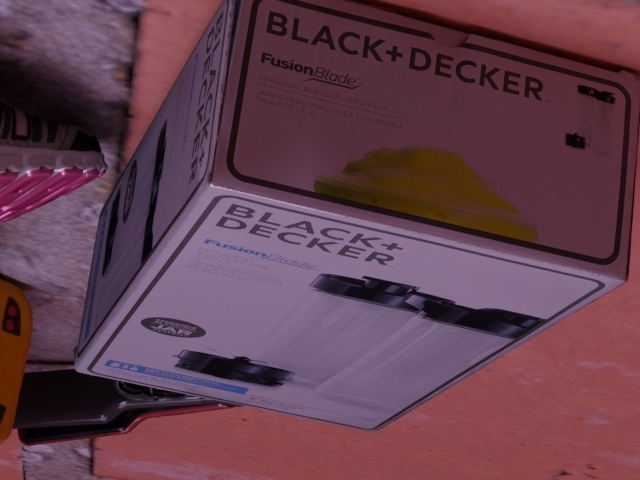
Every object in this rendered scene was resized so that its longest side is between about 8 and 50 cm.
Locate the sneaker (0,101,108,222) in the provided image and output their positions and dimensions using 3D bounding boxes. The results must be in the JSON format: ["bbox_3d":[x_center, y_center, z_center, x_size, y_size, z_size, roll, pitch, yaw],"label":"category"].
[{"bbox_3d":[-0.155,-0.050,0.749,0.063,0.075,0.170,-27,166,30],"label":"sneaker"}]

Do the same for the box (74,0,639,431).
[{"bbox_3d":[0.000,0.000,0.775,0.169,0.087,0.290,14,159,-15],"label":"box"}]

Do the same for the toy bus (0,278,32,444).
[{"bbox_3d":[-0.331,0.083,1.099,0.130,0.108,0.332,24,154,-39],"label":"toy bus"}]

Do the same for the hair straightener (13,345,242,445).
[{"bbox_3d":[-0.125,0.101,1.149,0.230,0.047,0.089,-3,157,28],"label":"hair straightener"}]
